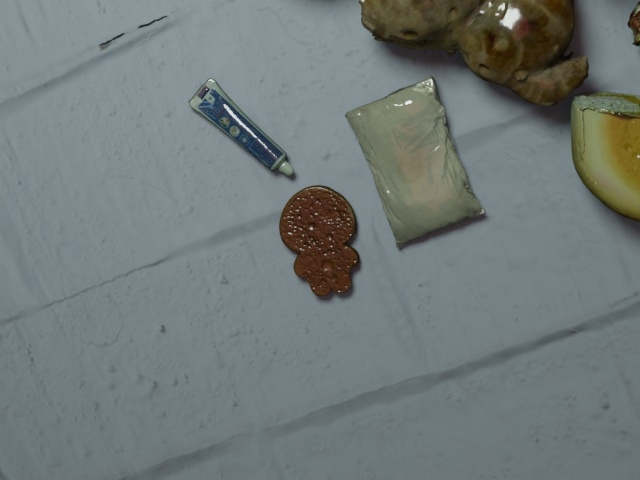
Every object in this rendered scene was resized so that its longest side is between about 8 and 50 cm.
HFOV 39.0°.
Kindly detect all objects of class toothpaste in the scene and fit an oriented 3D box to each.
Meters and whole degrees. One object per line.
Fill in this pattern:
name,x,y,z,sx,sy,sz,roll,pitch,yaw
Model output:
toothpaste,-0.116,-0.169,1.402,0.197,0.035,0.057,42,97,1

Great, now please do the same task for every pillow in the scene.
pillow,0.144,-0.117,1.373,0.148,0.050,0.230,-19,97,17

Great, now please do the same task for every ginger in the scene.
ginger,0.222,-0.336,1.260,0.375,0.176,0.256,37,92,-1

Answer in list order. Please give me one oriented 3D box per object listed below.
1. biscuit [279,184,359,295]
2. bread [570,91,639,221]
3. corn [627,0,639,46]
biscuit,0.000,0.000,1.422,0.124,0.026,0.175,-9,99,10
bread,0.455,-0.117,1.290,0.156,0.158,0.261,-41,94,22
corn,0.537,-0.381,1.253,0.092,0.092,0.281,37,101,-1
